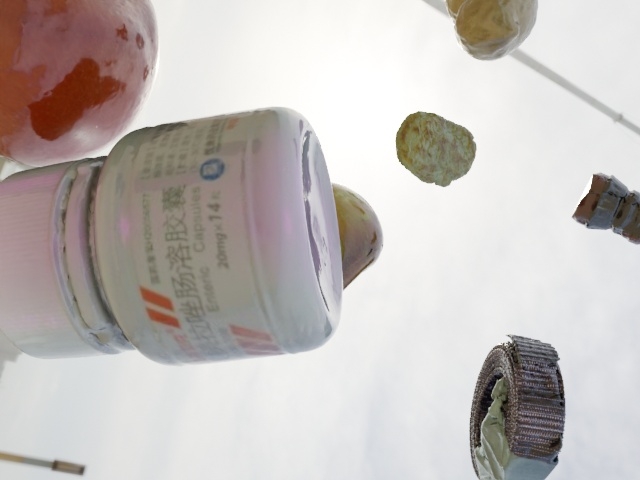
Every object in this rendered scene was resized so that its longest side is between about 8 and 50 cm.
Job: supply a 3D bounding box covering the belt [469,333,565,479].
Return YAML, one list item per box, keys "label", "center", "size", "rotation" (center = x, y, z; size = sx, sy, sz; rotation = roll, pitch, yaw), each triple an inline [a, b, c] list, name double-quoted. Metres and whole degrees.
- label: "belt"
  center: [0.369, 0.343, 1.243]
  size: [0.325, 0.122, 0.260]
  rotation: [100, -3, -45]

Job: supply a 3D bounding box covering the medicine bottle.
- label: "medicine bottle"
  center: [-0.152, 0.004, 0.681]
  size: [0.256, 0.324, 0.256]
  rotation: [-7, 90, -82]

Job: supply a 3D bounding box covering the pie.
- label: "pie"
  center: [0.318, -0.250, 1.822]
  size: [0.090, 0.247, 0.201]
  rotation: [-11, -119, 70]

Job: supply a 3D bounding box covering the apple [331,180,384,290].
- label: "apple"
  center: [0.002, -0.001, 0.893]
  size: [0.163, 0.147, 0.146]
  rotation: [-43, 176, 18]

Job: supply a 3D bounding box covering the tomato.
- label: "tomato"
  center: [-0.377, -0.244, 0.790]
  size: [0.273, 0.341, 0.341]
  rotation: [-60, -154, 30]

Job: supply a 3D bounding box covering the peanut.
- label: "peanut"
  center: [0.367, -0.509, 1.387]
  size: [0.387, 0.192, 0.170]
  rotation: [-74, 171, -50]

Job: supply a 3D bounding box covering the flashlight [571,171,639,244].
- label: "flashlight"
  center: [0.502, -0.021, 0.962]
  size: [0.093, 0.231, 0.093]
  rotation: [-50, 157, -30]
